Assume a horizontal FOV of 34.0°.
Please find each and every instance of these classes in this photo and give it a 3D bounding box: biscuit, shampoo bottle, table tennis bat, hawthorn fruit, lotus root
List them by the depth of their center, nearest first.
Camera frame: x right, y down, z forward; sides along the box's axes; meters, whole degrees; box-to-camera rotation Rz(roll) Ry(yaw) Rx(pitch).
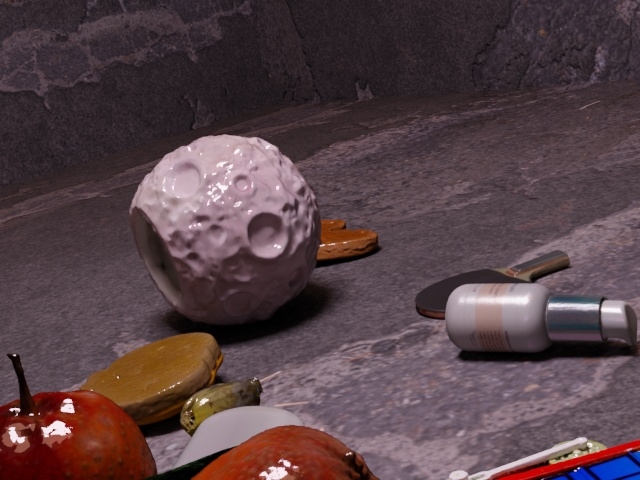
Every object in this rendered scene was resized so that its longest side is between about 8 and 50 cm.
[{"bbox_3d":[-0.081,0.226,0.668,0.285,0.165,0.165,-26,11,12],"label":"hawthorn fruit"},{"bbox_3d":[-0.211,0.176,0.812,0.157,0.194,0.157,-13,20,5],"label":"hawthorn fruit"},{"bbox_3d":[-0.080,0.206,0.882,0.108,0.051,0.221,-3,15,11],"label":"shampoo bottle"},{"bbox_3d":[-0.095,0.168,1.048,0.099,0.049,0.054,-24,11,-40],"label":"lotus root"},{"bbox_3d":[0.228,0.080,1.087,0.192,0.074,0.074,-3,16,30],"label":"shampoo bottle"},{"bbox_3d":[-0.186,0.162,1.152,0.170,0.050,0.170,-18,15,5],"label":"biscuit"},{"bbox_3d":[0.220,0.054,1.311,0.220,0.019,0.130,-19,17,-22],"label":"table tennis bat"},{"bbox_3d":[0.000,0.001,1.657,0.186,0.036,0.192,-7,14,5],"label":"biscuit"}]

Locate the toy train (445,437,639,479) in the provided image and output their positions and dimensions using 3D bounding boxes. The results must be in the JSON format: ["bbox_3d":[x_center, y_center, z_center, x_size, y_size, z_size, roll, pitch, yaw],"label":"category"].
[{"bbox_3d":[0.156,0.194,0.685,0.204,0.083,0.131,-14,16,-8],"label":"toy train"}]

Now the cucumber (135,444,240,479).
[{"bbox_3d":[-0.132,0.190,0.743,0.284,0.056,0.056,-7,8,-40],"label":"cucumber"}]

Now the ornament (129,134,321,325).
[{"bbox_3d":[-0.116,-0.018,1.374,0.225,0.259,0.259,-25,19,-24],"label":"ornament"}]
